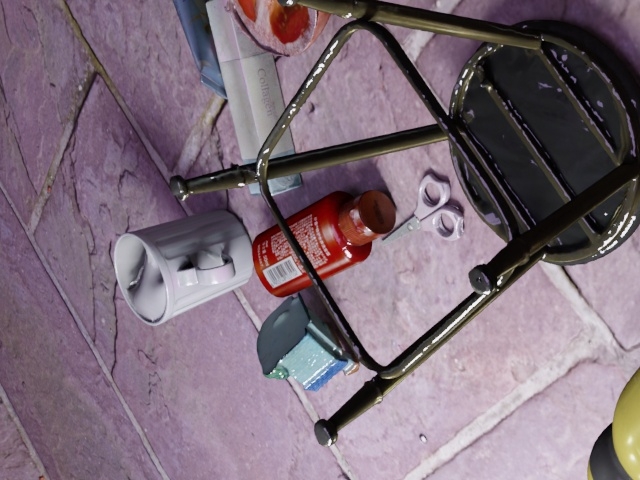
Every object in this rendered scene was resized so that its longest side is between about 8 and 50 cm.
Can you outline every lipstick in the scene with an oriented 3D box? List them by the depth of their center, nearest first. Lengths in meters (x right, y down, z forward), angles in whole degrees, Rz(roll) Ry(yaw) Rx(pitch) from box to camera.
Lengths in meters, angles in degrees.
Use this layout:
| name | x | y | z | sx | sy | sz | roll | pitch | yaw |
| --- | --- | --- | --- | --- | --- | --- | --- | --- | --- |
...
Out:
| name | x | y | z | sx | sy | sz | roll | pitch | yaw |
| --- | --- | --- | --- | --- | --- | --- | --- | --- | --- |
| lipstick | -0.106 | -0.232 | 1.751 | 0.068 | 0.066 | 0.317 | 2 | 108 | 54 |

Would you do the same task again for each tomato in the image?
| name | x | y | z | sx | sy | sz | roll | pitch | yaw |
| --- | --- | --- | --- | --- | --- | --- | --- | --- | --- |
| tomato | -0.046 | -0.371 | 1.572 | 0.228 | 0.112 | 0.199 | 42 | 144 | 30 |

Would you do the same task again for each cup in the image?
| name | x | y | z | sx | sy | sz | roll | pitch | yaw |
| --- | --- | --- | --- | --- | --- | --- | --- | --- | --- |
| cup | -0.219 | 0.053 | 1.919 | 0.221 | 0.202 | 0.167 | 39 | 134 | 34 |

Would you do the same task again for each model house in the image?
| name | x | y | z | sx | sy | sz | roll | pitch | yaw |
| --- | --- | --- | --- | --- | --- | --- | --- | --- | --- |
| model house | -0.013 | 0.184 | 1.788 | 0.119 | 0.149 | 0.148 | -48 | 24 | 10 |

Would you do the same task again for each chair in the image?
| name | x | y | z | sx | sy | sz | roll | pitch | yaw |
| --- | --- | --- | --- | --- | --- | --- | --- | --- | --- |
| chair | 0.134 | -0.067 | 1.236 | 0.364 | 0.410 | 0.362 | 57 | 141 | 17 |

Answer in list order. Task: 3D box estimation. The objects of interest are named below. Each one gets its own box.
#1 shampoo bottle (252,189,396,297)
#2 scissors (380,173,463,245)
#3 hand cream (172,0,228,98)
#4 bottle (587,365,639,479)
| name | x | y | z | sx | sy | sz | roll | pitch | yaw |
| --- | --- | --- | --- | --- | --- | --- | --- | --- | --- |
| shampoo bottle | 0.000 | 0.000 | 1.720 | 0.314 | 0.076 | 0.118 | -28 | 76 | 53 |
| scissors | 0.139 | -0.025 | 1.587 | 0.189 | 0.015 | 0.100 | -35 | 77 | 55 |
| hand cream | -0.202 | -0.347 | 1.786 | 0.055 | 0.088 | 0.256 | -24 | 67 | 17 |
| bottle | 0.417 | 0.204 | 1.220 | 0.171 | 0.171 | 0.351 | 48 | 141 | 26 |
